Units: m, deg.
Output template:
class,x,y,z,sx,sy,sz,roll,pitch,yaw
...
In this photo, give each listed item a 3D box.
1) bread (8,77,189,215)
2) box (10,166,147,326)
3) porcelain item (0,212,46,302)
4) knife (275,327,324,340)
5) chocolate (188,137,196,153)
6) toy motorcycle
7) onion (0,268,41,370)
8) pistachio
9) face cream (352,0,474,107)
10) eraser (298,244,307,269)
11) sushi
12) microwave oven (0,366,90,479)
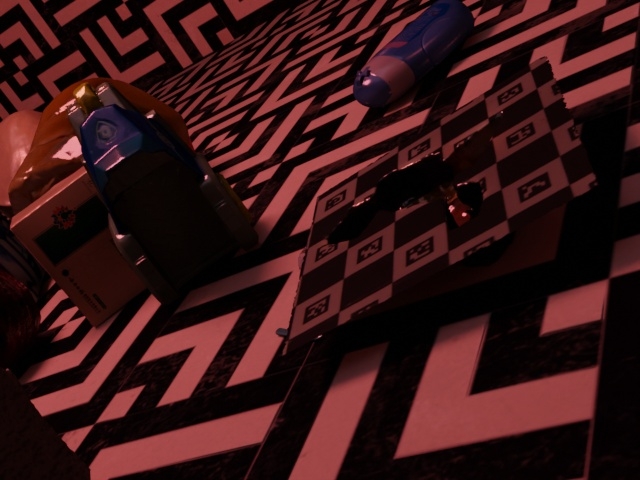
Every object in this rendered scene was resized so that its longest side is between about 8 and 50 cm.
class,x,y,z,sx,sy,sz,roll,pitch,yaw
bread,-0.409,-0.180,1.730,0.301,0.210,0.341,10,46,0
box,-0.366,0.003,1.450,0.168,0.212,0.095,-39,20,-8
porcelain item,-0.687,0.032,1.775,0.157,0.281,0.286,-38,19,2
knife,-0.023,0.103,0.995,0.014,0.005,0.091,-46,23,-24
chocolate,-0.408,-0.132,1.973,0.237,0.108,0.235,-9,31,47
toy motorcycle,-0.247,-0.079,1.291,0.191,0.326,0.200,-36,22,-2
onion,-0.569,0.134,1.491,0.207,0.216,0.206,-25,0,12
pistachio,-0.613,-0.152,1.907,0.226,0.207,0.331,-22,41,-5
face cream,0.157,-0.321,1.561,0.264,0.083,0.149,-44,21,-25
eraser,0.000,0.000,1.173,0.027,0.019,0.099,-14,27,44
sushi,0.132,-0.031,0.980,0.343,0.064,0.359,-31,21,21
microwave oven,-0.485,0.208,0.850,0.236,0.432,0.374,-22,24,28
